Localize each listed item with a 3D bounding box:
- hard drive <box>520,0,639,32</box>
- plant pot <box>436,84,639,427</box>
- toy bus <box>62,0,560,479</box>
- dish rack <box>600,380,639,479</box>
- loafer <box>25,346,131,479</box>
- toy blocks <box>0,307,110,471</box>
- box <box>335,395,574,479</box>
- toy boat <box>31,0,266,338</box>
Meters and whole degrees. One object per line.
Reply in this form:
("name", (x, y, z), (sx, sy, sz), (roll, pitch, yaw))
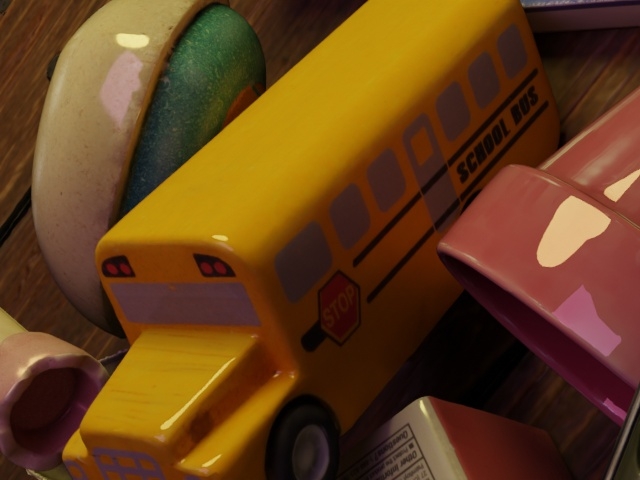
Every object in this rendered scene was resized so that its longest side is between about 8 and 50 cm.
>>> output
("hard drive", (0.210, -0.275, 0.893), (0.210, 0.040, 0.318), (2, 78, 39))
("plant pot", (0.184, 0.001, 0.745), (0.180, 0.201, 0.201), (-49, 50, -4))
("toy bus", (0.000, 0.000, 0.823), (0.108, 0.130, 0.332), (0, 33, 39))
("dish rack", (0.232, 0.119, 0.576), (0.271, 0.074, 0.208), (22, 109, 14))
("loafer", (-0.100, 0.096, 0.998), (0.251, 0.087, 0.094), (-20, 64, 33))
("toy blocks", (-0.185, 0.240, 0.830), (0.309, 0.288, 0.260), (-36, 40, -20))
("box", (0.076, 0.216, 0.793), (0.148, 0.127, 0.232), (-40, 56, 23))
("toy boat", (-0.053, -0.096, 0.957), (0.148, 0.267, 0.318), (20, 72, 5))
